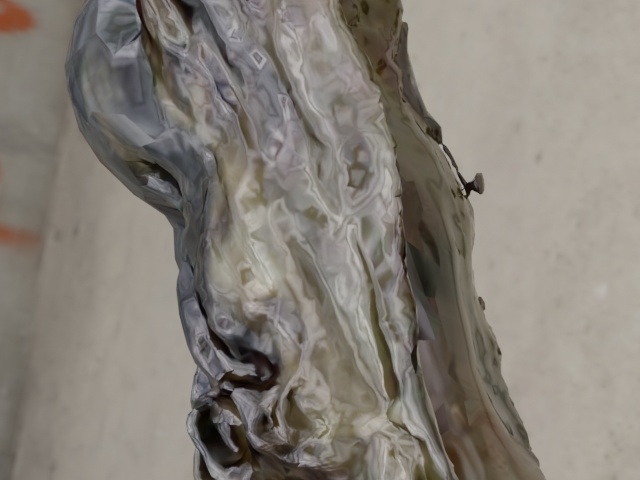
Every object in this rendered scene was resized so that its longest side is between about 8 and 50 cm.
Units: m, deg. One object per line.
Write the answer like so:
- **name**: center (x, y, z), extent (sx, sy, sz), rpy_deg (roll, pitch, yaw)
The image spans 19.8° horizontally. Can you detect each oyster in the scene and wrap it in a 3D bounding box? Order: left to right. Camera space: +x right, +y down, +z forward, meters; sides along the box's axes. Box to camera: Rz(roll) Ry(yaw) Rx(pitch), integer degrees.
- **oyster**: center (0.004, 0.011, 0.478), extent (0.221, 0.096, 0.361), rpy_deg (-28, -77, -75)
